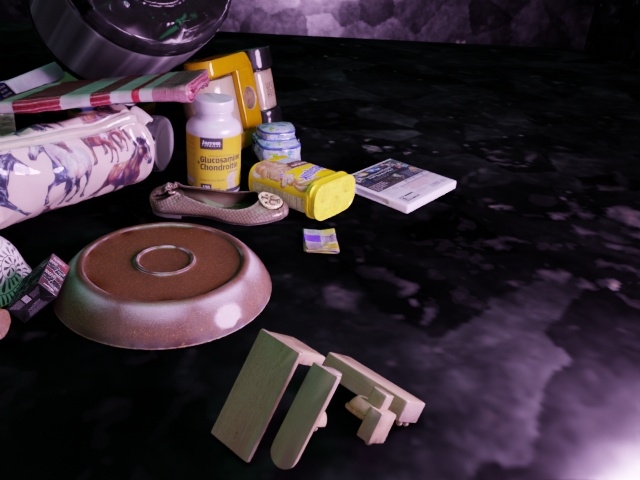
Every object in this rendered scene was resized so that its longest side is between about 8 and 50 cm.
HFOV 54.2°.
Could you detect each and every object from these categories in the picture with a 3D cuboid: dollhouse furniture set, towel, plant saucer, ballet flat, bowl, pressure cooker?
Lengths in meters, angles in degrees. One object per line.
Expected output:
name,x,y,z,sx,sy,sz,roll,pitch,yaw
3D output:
dollhouse furniture set,0.001,0.193,0.681,0.144,0.123,0.151,26,-1,35
towel,0.000,0.000,1.069,0.060,0.009,0.083,1,28,-5
plant saucer,-0.225,0.045,0.908,0.310,0.050,0.310,5,27,-2
ballet flat,-0.182,-0.072,1.126,0.250,0.058,0.084,4,28,-1
towel,-0.375,-0.264,1.123,0.329,0.037,0.237,-5,21,1
bowl,-0.493,0.028,0.862,0.170,0.080,0.170,4,27,-2
pressure cooker,-0.425,-0.526,1.344,0.420,0.375,0.370,-8,40,56

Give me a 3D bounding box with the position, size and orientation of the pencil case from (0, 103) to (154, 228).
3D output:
pencil case,-0.474,-0.129,1.057,0.160,0.183,0.410,55,40,3

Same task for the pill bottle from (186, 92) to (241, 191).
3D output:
pill bottle,-0.204,-0.182,1.196,0.103,0.184,0.103,3,27,-2

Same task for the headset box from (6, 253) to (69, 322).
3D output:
headset box,-0.375,0.060,0.836,0.062,0.032,0.083,-37,26,11

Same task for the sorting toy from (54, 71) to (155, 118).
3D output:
sorting toy,-0.547,-0.364,1.595,0.255,0.089,0.257,-20,36,-39

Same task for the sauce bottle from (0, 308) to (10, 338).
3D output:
sauce bottle,-0.455,0.096,0.777,0.128,0.042,0.042,8,28,2

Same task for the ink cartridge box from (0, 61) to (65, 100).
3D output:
ink cartridge box,-0.734,-0.326,1.431,0.223,0.045,0.224,-16,21,29

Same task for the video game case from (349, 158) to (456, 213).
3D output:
video game case,0.162,-0.118,1.310,0.173,0.022,0.190,25,34,33

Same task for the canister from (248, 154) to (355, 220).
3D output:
canister,-0.038,-0.106,1.200,0.170,0.073,0.126,22,32,32

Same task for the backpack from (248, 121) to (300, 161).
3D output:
backpack,-0.097,-0.213,1.383,0.105,0.084,0.114,-7,32,-17

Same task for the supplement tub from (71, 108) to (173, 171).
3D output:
supplement tub,-0.410,-0.208,1.288,0.190,0.117,0.117,8,28,5

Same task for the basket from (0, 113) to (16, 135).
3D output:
basket,-0.716,-0.219,1.269,0.103,0.113,0.167,30,36,33

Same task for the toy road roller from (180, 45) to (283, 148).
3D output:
toy road roller,-0.253,-0.330,1.477,0.240,0.202,0.329,0,23,24
